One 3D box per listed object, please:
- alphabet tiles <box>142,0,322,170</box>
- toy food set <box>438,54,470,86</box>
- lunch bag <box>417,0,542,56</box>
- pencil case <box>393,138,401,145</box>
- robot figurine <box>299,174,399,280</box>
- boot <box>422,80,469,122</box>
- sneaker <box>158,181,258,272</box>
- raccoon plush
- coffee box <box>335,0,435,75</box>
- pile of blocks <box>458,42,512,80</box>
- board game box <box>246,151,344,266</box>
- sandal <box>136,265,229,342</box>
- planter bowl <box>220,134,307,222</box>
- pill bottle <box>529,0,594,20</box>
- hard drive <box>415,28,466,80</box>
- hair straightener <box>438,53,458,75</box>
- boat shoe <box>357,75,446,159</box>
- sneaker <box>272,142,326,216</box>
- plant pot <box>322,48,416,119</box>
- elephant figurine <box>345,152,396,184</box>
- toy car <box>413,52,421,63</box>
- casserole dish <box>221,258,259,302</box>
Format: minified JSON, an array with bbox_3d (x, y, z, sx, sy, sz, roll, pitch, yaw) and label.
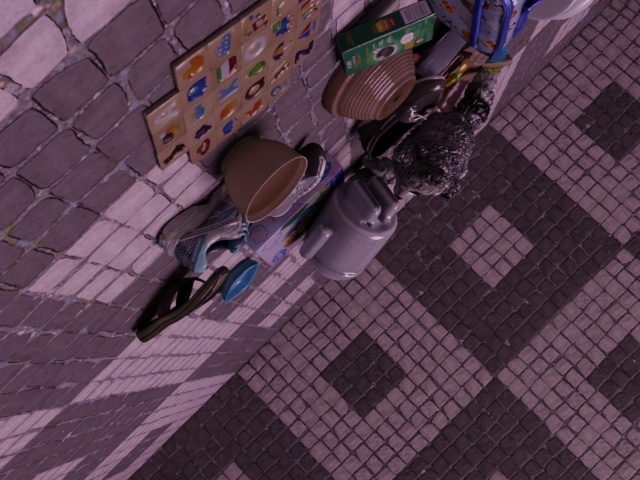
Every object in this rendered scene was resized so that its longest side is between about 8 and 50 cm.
[{"bbox_3d":[-0.125,-0.250,1.006,0.342,0.011,0.285,-42,170,-17],"label":"alphabet tiles"},{"bbox_3d":[0.331,-0.419,1.668,0.132,0.038,0.192,-47,178,23],"label":"toy food set"},{"bbox_3d":[0.260,-0.442,1.110,0.115,0.243,0.303,-46,171,6],"label":"lunch bag"},{"bbox_3d":[0.226,-0.353,1.776,0.086,0.088,0.206,-17,159,-25],"label":"pencil case"},{"bbox_3d":[0.077,-0.023,1.804,0.299,0.200,0.353,-12,151,-36],"label":"robot figurine"},{"bbox_3d":[0.439,-0.470,2.161,0.207,0.090,0.248,-47,166,26],"label":"boot"},{"bbox_3d":[-0.180,-0.039,1.309,0.283,0.122,0.110,-41,169,-22],"label":"sneaker"},{"bbox_3d":[0.324,-0.304,1.762,0.299,0.216,0.447,16,94,-79],"label":"raccoon plush"},{"bbox_3d":[0.121,-0.378,1.214,0.184,0.041,0.113,-23,171,4],"label":"coffee box"},{"bbox_3d":[0.458,-0.550,1.813,0.148,0.113,0.362,-3,177,8],"label":"pile of blocks"},{"bbox_3d":[-0.063,-0.073,1.808,0.318,0.066,0.319,-44,170,-3],"label":"board game box"},{"bbox_3d":[-0.342,0.143,1.541,0.302,0.086,0.120,-33,-179,22],"label":"sandal"},{"bbox_3d":[-0.118,-0.129,1.227,0.162,0.109,0.162,-44,167,-13],"label":"planter bowl"},{"bbox_3d":[0.640,-0.697,1.678,0.392,0.224,0.224,-34,166,-44],"label":"pill bottle"},{"bbox_3d":[0.301,-0.462,1.602,0.255,0.054,0.172,-50,-177,-13],"label":"hard drive"},{"bbox_3d":[0.289,-0.445,1.830,0.230,0.047,0.089,-46,171,30],"label":"hair straightener"},{"bbox_3d":[0.205,-0.296,1.603,0.112,0.096,0.335,-8,170,-29],"label":"boat shoe"},{"bbox_3d":[-0.084,-0.123,1.480,0.229,0.086,0.132,-50,167,32],"label":"sneaker"},{"bbox_3d":[0.125,-0.337,1.384,0.237,0.110,0.237,-44,169,-11],"label":"plant pot"},{"bbox_3d":[0.175,-0.201,2.054,0.169,0.186,0.240,-9,-131,42],"label":"elephant figurine"},{"bbox_3d":[0.185,-0.402,1.551,0.122,0.040,0.060,-47,-171,2],"label":"toy car"},{"bbox_3d":[-0.244,0.116,1.932,0.114,0.037,0.188,-38,169,-34],"label":"casserole dish"}]
